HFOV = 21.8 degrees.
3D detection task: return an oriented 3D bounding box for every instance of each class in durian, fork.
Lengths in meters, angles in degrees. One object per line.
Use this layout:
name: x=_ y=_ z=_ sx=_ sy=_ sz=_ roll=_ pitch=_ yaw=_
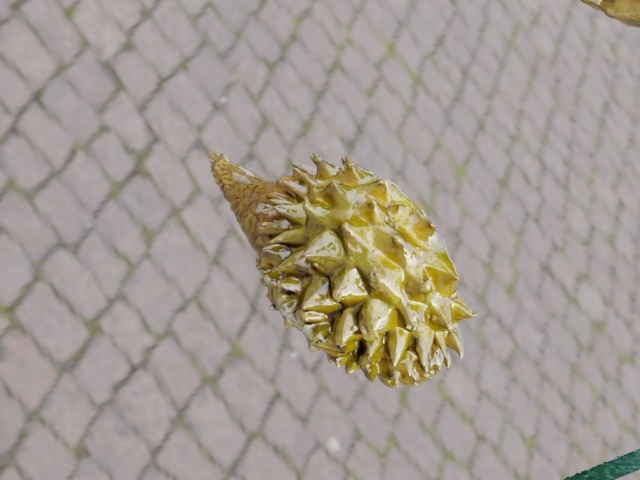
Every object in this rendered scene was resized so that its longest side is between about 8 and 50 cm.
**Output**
durian: x=-0.008 y=0.010 z=1.056 sx=0.224 sy=0.140 sz=0.078 roll=33 pitch=50 yaw=28
fork: x=0.174 y=0.043 z=0.558 sx=0.235 sy=0.039 sz=0.021 roll=-13 pitch=110 yaw=-31

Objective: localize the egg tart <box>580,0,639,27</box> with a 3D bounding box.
egg tart: x=0.216 y=-0.286 z=0.674 sx=0.178 sy=0.443 sz=0.443 roll=4 pitch=63 yaw=-65
